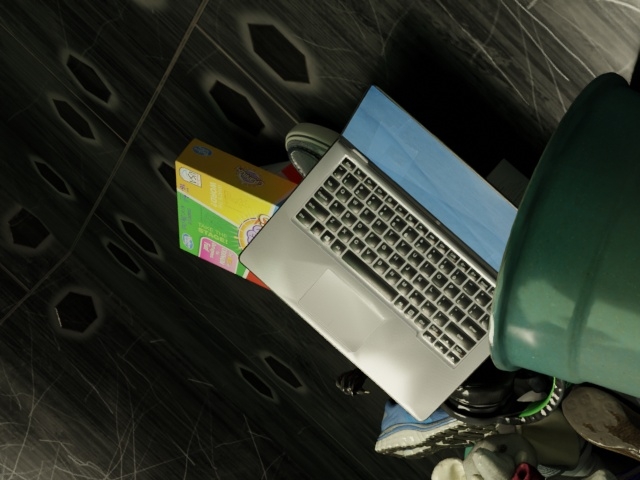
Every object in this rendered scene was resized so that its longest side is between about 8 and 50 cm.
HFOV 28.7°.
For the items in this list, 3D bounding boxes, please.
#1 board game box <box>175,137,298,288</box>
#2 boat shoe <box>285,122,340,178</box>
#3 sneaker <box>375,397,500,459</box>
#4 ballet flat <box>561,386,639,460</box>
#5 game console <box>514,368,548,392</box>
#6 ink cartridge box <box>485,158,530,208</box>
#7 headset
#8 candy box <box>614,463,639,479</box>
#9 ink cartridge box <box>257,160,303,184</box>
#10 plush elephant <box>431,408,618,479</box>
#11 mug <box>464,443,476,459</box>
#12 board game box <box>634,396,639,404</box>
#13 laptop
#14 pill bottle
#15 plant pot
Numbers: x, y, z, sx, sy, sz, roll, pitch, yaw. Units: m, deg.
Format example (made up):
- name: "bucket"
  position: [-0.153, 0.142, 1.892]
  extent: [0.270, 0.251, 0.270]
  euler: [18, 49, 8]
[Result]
- name: "board game box"
  position: [-0.099, -0.019, 2.171]
  extent: [0.316, 0.064, 0.242]
  euler: [24, 144, 16]
- name: "boat shoe"
  position: [0.053, -0.029, 1.936]
  extent: [0.340, 0.158, 0.127]
  euler: [38, 155, 5]
- name: "sneaker"
  position: [0.226, 0.316, 2.359]
  extent: [0.129, 0.147, 0.330]
  euler: [19, 153, -38]
- name: "ballet flat"
  position: [0.494, 0.304, 1.963]
  extent: [0.250, 0.084, 0.058]
  euler: [23, 177, 34]
- name: "game console"
  position: [0.242, 0.209, 2.216]
  extent: [0.361, 0.044, 0.213]
  euler: [11, 160, 40]
- name: "ink cartridge box"
  position: [0.257, -0.042, 1.700]
  extent: [0.181, 0.061, 0.104]
  euler: [41, 160, 3]
- name: "headset"
  position: [0.214, 0.194, 2.010]
  extent: [0.394, 0.185, 0.243]
  euler: [-5, 113, 44]
- name: "candy box"
  position: [0.591, 0.525, 2.058]
  extent: [0.317, 0.122, 0.268]
  euler: [54, 162, 11]
- name: "ink cartridge box"
  position: [0.000, 0.000, 2.209]
  extent: [0.308, 0.091, 0.385]
  euler: [49, 160, -18]
- name: "plush elephant"
  position: [0.325, 0.410, 2.012]
  extent: [0.255, 0.272, 0.330]
  euler: [49, -175, 14]
- name: "mug"
  position: [0.353, 0.417, 2.380]
  extent: [0.157, 0.097, 0.129]
  euler: [5, 146, 0]
- name: "board game box"
  position: [0.469, 0.176, 1.695]
  extent: [0.243, 0.042, 0.165]
  euler: [57, 160, 5]
- name: "laptop"
  position: [0.111, 0.038, 1.736]
  extent: [0.382, 0.408, 0.236]
  euler: [42, -159, 1]
- name: "pill bottle"
  position: [0.405, 0.354, 2.160]
  extent: [0.180, 0.108, 0.108]
  euler: [46, 159, -8]
- name: "plant pot"
  position: [0.397, 0.040, 1.281]
  extent: [0.334, 0.341, 0.341]
  euler: [23, 153, 25]
